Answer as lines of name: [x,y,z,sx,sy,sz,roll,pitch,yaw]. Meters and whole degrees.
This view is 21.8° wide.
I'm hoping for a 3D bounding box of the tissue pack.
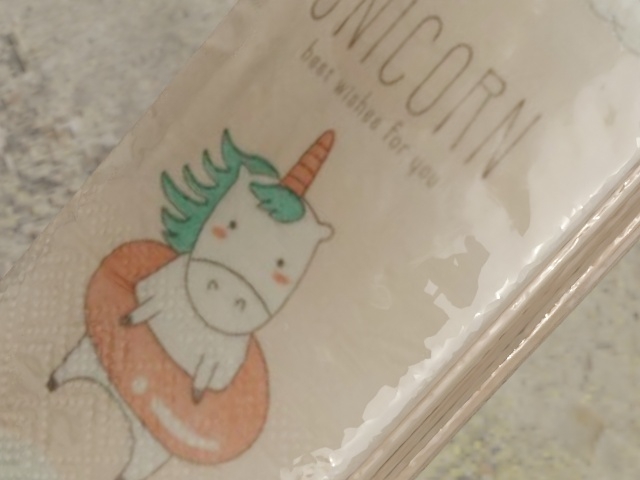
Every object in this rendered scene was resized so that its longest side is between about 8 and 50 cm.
tissue pack: [0.000,0.000,0.614,0.170,0.325,0.071,48,13,28]
